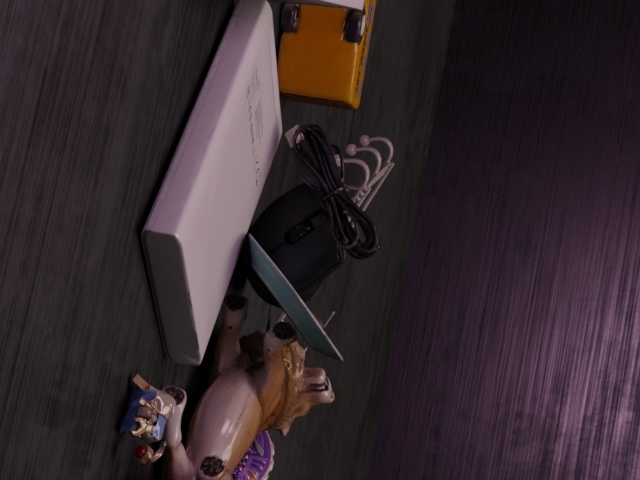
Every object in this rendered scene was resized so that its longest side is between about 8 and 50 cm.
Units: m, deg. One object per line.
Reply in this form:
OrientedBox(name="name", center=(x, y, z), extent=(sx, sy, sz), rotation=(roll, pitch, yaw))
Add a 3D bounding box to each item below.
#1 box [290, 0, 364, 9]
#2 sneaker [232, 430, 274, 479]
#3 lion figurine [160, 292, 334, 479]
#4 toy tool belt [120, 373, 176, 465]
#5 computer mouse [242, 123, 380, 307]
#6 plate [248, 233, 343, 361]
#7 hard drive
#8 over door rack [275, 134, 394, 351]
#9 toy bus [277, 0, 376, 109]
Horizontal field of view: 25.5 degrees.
OrientedBox(name="box", center=(-0.032, -0.341, 1.471), extent=(0.182, 0.119, 0.181), rotation=(-4, 104, -62))
OrientedBox(name="sneaker", center=(-0.109, 0.310, 1.892), extent=(0.071, 0.068, 0.170), rotation=(80, 22, -45))
OrientedBox(name="lion figurine", center=(-0.115, 0.229, 1.688), extent=(0.392, 0.142, 0.240), rotation=(-50, 159, -43))
OrientedBox(name="toy tool belt", center=(-0.185, 0.183, 1.452), extent=(0.051, 0.052, 0.083), rotation=(43, 46, -39))
OrientedBox(name="computer mouse", center=(-0.039, -0.003, 1.775), extent=(0.188, 0.072, 0.272), rotation=(62, -35, 18))
OrientedBox(name="plate", center=(-0.037, 0.073, 1.669), extent=(0.024, 0.188, 0.188), rotation=(-37, 162, -4))
OrientedBox(name="hard drive", center=(-0.113, -0.069, 1.589), extent=(0.233, 0.047, 0.353), rotation=(87, 16, -51))
OrientedBox(name="over door rack", center=(0.000, 0.000, 2.141), extent=(0.239, 0.108, 0.324), rotation=(-44, 156, -72))
OrientedBox(name="toy bus", center=(0.022, -0.350, 1.888), extent=(0.130, 0.108, 0.333), rotation=(6, 93, -80))
